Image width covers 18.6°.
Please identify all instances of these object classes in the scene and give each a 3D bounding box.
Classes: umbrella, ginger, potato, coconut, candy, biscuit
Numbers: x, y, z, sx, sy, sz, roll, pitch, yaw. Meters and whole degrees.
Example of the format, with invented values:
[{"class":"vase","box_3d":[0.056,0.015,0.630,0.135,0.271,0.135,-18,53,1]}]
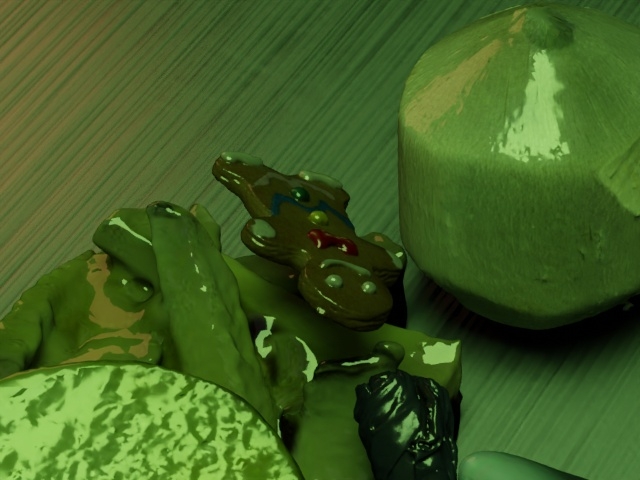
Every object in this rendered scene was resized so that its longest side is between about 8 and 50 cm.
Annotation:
[{"class":"umbrella","box_3d":[0.086,0.208,1.359,0.071,0.071,0.248,-16,80,-8]},{"class":"ginger","box_3d":[-0.088,0.100,1.448,0.413,0.211,0.358,-24,53,-15]},{"class":"potato","box_3d":[-0.109,0.237,1.252,0.330,0.280,0.213,37,66,6]},{"class":"coconut","box_3d":[0.182,-0.071,1.532,0.245,0.247,0.245,0,41,0]},{"class":"candy","box_3d":[0.178,0.207,1.360,0.138,0.174,0.071,42,101,33]},{"class":"biscuit","box_3d":[0.000,0.000,1.463,0.138,0.031,0.205,16,28,-28]}]
